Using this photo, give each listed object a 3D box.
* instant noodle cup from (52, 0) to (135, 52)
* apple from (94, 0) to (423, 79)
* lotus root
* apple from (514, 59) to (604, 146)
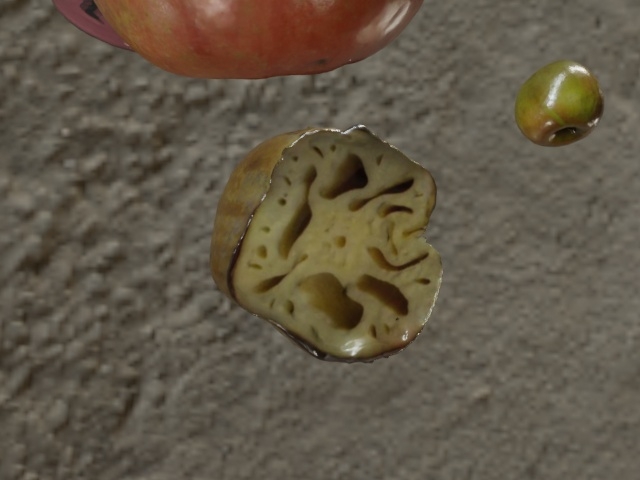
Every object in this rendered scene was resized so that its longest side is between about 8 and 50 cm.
[{"bbox_3d":[-0.135,-0.281,1.436,0.235,0.235,0.178,-30,147,-46],"label":"instant noodle cup"},{"bbox_3d":[-0.031,-0.172,0.880,0.209,0.209,0.164,-33,130,-46],"label":"apple"},{"bbox_3d":[0.000,-0.001,1.470,0.199,0.180,0.188,33,85,-17],"label":"lotus root"},{"bbox_3d":[0.231,-0.132,1.607,0.089,0.089,0.074,-7,63,-50],"label":"apple"}]
